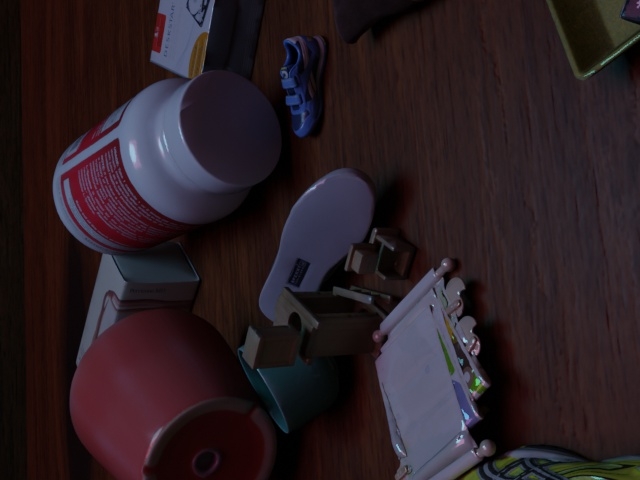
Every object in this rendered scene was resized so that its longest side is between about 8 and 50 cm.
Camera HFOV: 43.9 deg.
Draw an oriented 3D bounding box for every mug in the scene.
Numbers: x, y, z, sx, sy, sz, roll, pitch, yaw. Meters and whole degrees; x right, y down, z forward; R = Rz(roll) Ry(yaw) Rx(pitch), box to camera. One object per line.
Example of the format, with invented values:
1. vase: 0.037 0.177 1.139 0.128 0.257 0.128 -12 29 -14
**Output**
1. mug: -0.036 0.176 1.053 0.129 0.097 0.157 57 164 10

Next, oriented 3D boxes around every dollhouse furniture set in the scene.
1. dollhouse furniture set: -0.005 0.053 0.944 0.101 0.182 0.160 41 122 50

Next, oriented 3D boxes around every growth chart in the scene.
1. growth chart: 0.116 0.148 0.847 0.172 0.021 0.237 -44 40 39

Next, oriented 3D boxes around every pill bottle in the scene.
1. pill bottle: -0.249 -0.120 1.270 0.408 0.229 0.228 -17 74 49

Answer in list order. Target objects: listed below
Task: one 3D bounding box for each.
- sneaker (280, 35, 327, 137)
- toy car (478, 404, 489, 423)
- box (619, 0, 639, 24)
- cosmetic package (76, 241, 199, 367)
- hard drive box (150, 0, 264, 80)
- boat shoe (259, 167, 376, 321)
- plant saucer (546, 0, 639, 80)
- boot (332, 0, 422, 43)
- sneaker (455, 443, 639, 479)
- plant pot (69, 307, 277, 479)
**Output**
1. sneaker: -0.031 -0.216 1.108 0.053 0.059 0.144 7 96 54
2. toy car: 0.125 0.193 0.868 0.122 0.041 0.060 -53 47 42
3. box: 0.340 -0.187 0.458 0.261 0.103 0.184 30 111 39
4. cosmetic package: -0.348 0.156 1.494 0.129 0.153 0.296 51 131 44
5. hard drive box: -0.194 -0.362 1.338 0.232 0.089 0.181 33 115 53
6. boat shoe: 0.000 0.000 1.028 0.088 0.096 0.267 -67 1 -51
7. plant saucer: 0.270 -0.258 0.665 0.188 0.045 0.188 -39 57 49
8. boot: 0.067 -0.383 0.938 0.207 0.090 0.248 -21 74 52
9. sneaker: 0.187 0.246 0.675 0.385 0.147 0.145 -39 59 51
10. plant pot: -0.202 0.264 1.147 0.243 0.275 0.274 28 112 56
